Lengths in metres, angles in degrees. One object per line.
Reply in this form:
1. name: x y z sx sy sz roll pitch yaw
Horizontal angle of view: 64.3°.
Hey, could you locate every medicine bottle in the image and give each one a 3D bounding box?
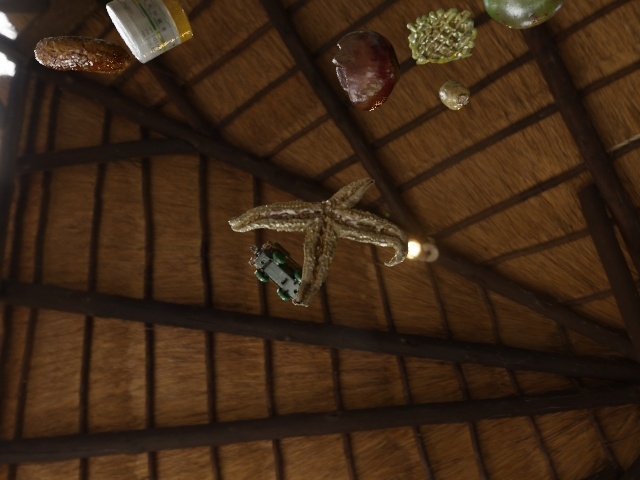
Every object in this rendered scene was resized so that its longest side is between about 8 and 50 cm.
1. medicine bottle: -0.645 -0.834 1.935 0.232 0.238 0.238 -36 -129 -13

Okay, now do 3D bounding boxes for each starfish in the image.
1. starfish: 0.000 0.000 1.365 0.432 0.082 0.324 -19 -108 -6

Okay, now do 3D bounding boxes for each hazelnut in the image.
1. hazelnut: 0.123 -0.451 1.332 0.161 0.170 0.201 -26 -121 23

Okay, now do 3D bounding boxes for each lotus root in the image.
1. lotus root: 0.376 -0.409 1.428 0.072 0.063 0.152 -47 -147 13

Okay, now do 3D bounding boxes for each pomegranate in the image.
1. pomegranate: 0.575 -0.742 1.466 0.242 0.306 0.242 5 -83 44

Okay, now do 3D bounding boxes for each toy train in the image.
1. toy train: -0.104 0.086 1.450 0.228 0.136 0.091 41 -74 -6

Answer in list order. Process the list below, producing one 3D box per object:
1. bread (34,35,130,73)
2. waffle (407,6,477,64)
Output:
1. bread: -0.518 -0.400 1.117 0.193 0.193 0.063 7 -77 39
2. waffle: 0.401 -0.667 1.674 0.224 0.204 0.054 -4 -124 17
